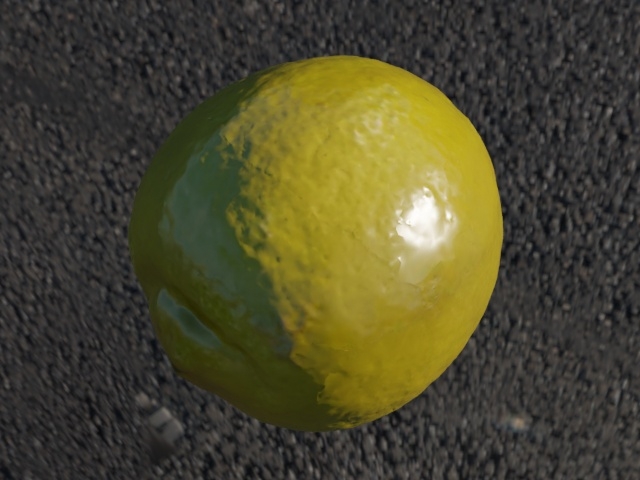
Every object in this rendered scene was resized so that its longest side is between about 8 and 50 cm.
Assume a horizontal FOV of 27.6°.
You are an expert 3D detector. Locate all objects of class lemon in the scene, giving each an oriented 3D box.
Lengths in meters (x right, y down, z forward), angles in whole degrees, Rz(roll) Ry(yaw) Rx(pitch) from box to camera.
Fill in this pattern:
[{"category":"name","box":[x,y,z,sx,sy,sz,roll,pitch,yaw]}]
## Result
[{"category":"lemon","box":[0.000,0.000,1.168,0.348,0.348,0.348,-2,65,4]}]
